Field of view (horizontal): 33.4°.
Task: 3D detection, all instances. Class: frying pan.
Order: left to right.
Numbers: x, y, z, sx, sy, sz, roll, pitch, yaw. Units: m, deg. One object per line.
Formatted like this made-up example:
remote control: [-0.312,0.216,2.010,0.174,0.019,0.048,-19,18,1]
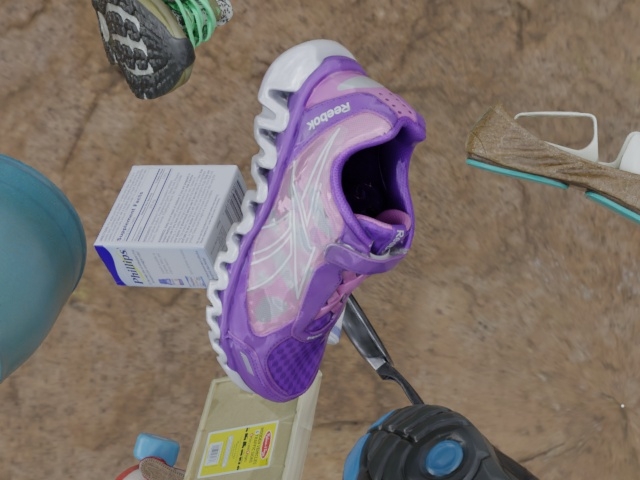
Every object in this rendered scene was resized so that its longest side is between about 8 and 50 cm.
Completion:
frying pan: [0.092,0.183,1.750,0.053,0.197,0.326,-32,75,3]

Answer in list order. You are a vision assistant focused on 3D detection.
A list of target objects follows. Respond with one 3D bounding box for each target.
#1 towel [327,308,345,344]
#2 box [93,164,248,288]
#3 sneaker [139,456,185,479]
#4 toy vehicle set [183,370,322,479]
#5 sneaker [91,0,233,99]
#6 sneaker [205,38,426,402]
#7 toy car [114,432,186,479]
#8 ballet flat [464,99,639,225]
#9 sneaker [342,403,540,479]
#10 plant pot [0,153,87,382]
towel: [0.000,0.000,1.599,0.034,0.209,0.285,3,70,38]
box: [-0.162,-0.017,1.196,0.137,0.072,0.126,2,49,20]
sneaker: [-0.232,0.374,1.660,0.118,0.067,0.042,38,76,-10]
toy vehicle set: [-0.099,0.288,1.436,0.166,0.035,0.266,-13,40,25]
sneaker: [-0.204,-0.310,1.456,0.182,0.410,0.158,-19,116,-12]
sneaker: [0.003,0.002,0.655,0.105,0.095,0.236,27,114,35]
toy car: [-0.280,0.438,1.811,0.210,0.238,0.219,19,83,-25]
ballet flat: [0.371,-0.107,1.467,0.342,0.116,0.124,22,95,11]
sneaker: [0.146,0.240,0.832,0.125,0.139,0.341,-48,36,-14]
plant pot: [-0.440,0.067,1.280,0.272,0.255,0.271,0,124,0]
